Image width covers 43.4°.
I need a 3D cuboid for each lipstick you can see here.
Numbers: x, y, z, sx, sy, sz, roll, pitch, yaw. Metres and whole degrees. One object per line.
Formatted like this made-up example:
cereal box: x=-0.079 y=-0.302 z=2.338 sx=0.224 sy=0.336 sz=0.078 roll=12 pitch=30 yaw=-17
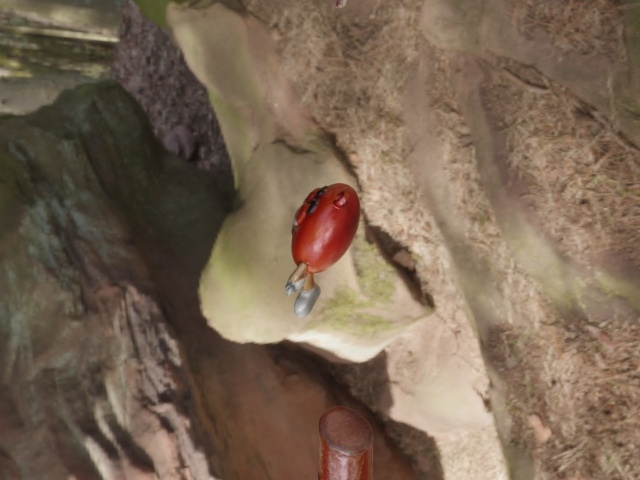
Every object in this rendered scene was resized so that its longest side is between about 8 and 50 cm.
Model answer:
lipstick: x=0.018 y=0.241 z=0.573 sx=0.068 sy=0.061 sz=0.274 roll=-132 pitch=37 yaw=-59

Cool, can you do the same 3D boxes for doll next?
doll: x=0.000 y=0.000 z=1.112 sx=0.085 sy=0.183 sz=0.217 roll=25 pitch=154 yaw=7

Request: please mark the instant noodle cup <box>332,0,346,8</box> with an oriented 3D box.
instant noodle cup: x=0.124 y=-0.312 z=0.650 sx=0.243 sy=0.231 sz=0.243 roll=179 pitch=90 yaw=-88
